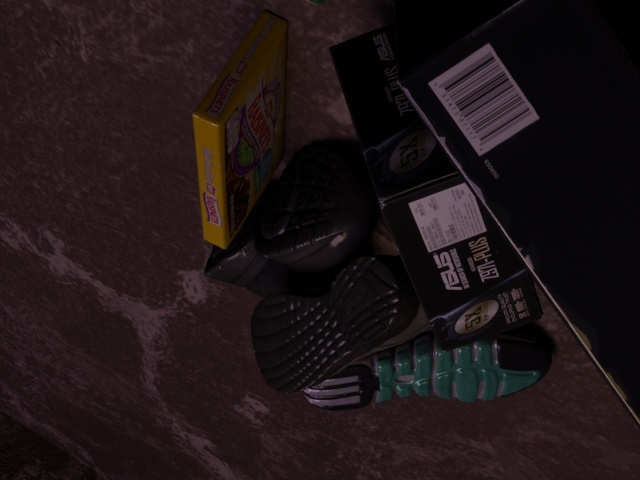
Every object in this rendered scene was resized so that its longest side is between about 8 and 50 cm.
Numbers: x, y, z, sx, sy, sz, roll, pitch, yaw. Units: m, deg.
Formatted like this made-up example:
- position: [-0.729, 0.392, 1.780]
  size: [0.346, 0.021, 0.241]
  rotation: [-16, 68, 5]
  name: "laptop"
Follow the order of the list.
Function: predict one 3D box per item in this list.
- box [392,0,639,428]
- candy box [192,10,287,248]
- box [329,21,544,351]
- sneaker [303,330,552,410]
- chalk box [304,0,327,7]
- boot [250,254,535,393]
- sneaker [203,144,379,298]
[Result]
- position: [0.150, -0.038, 0.780]
  size: [0.261, 0.103, 0.184]
  rotation: [53, -167, -19]
  name: "box"
- position: [-0.061, -0.081, 1.122]
  size: [0.027, 0.105, 0.206]
  rotation: [25, 156, 10]
  name: "candy box"
- position: [0.080, -0.037, 0.966]
  size: [0.077, 0.147, 0.180]
  rotation: [-20, 141, 6]
  name: "box"
- position: [0.090, 0.087, 1.267]
  size: [0.223, 0.098, 0.083]
  rotation: [-3, 135, -5]
  name: "sneaker"
- position: [-0.056, -0.248, 0.697]
  size: [0.179, 0.180, 0.289]
  rotation: [11, 148, 40]
  name: "chalk box"
- position: [0.060, 0.061, 1.167]
  size: [0.246, 0.161, 0.084]
  rotation: [-28, 73, 54]
  name: "boot"
- position: [0.000, 0.000, 1.236]
  size: [0.130, 0.109, 0.286]
  rotation: [29, 165, -15]
  name: "sneaker"
